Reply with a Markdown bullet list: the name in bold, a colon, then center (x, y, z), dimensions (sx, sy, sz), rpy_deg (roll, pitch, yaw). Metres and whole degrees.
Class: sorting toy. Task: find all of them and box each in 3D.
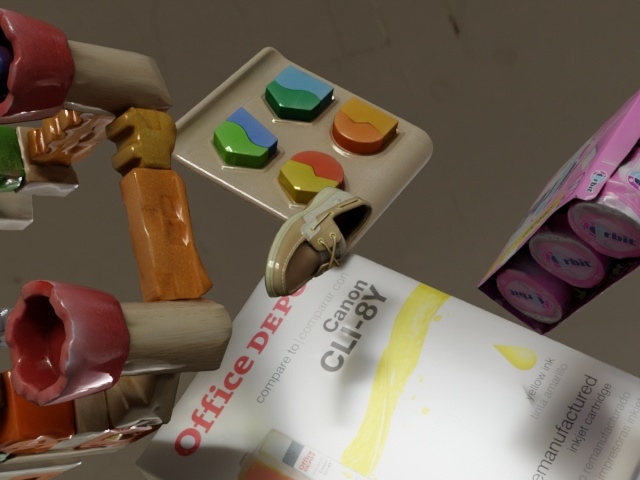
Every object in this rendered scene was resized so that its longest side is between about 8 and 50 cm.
- **sorting toy**: center (-0.016, -0.097, 1.075), dimensions (0.208, 0.193, 0.038), rpy_deg (32, -39, 13)

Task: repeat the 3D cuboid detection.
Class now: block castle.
- **block castle**: center (-0.302, 0.045, 0.919), dimensions (0.213, 0.303, 0.453), rpy_deg (2, -23, -45)

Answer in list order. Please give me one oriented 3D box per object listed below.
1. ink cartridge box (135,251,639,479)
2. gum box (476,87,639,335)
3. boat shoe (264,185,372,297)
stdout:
- **ink cartridge box**: center (0.075, 0.197, 0.984), dimensions (0.385, 0.279, 0.160), rpy_deg (24, -24, 26)
- **gum box**: center (0.183, -0.019, 0.728), dimensions (0.062, 0.107, 0.188), rpy_deg (36, -23, 3)
- **boat shoe**: center (0.000, 0.000, 0.885), dimensions (0.045, 0.135, 0.050), rpy_deg (10, -50, 25)
